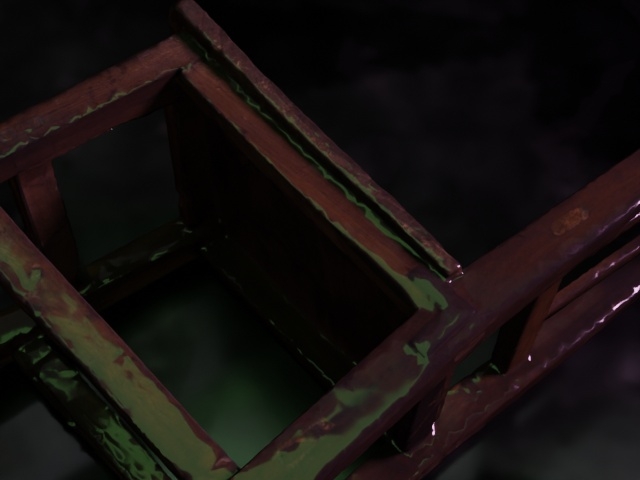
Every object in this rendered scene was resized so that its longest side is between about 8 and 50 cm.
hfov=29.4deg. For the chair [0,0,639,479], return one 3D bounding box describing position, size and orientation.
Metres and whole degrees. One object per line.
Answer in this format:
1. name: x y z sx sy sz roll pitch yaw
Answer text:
1. chair: 0.000 0.000 0.629 0.416 0.203 0.240 -37 67 -20
